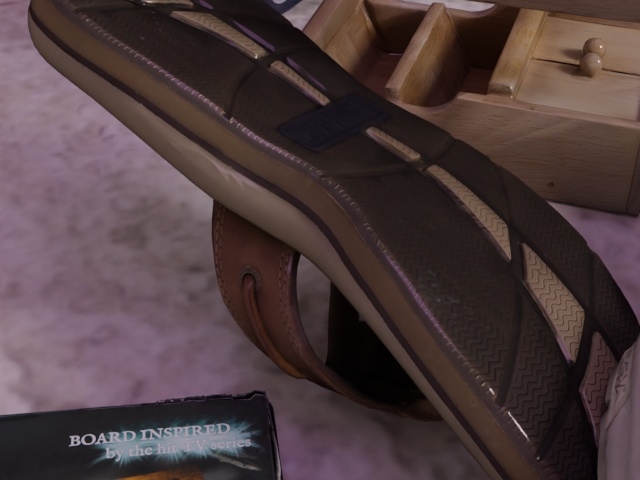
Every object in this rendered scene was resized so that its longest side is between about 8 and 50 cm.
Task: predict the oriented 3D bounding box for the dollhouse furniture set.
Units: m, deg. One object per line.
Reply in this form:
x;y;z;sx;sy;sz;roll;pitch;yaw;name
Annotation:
0.070;-0.147;0.457;0.161;0.242;0.212;12;40;15;dollhouse furniture set

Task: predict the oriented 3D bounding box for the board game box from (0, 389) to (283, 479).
-0.100;0.101;0.321;0.186;0.026;0.126;-4;39;-4;board game box

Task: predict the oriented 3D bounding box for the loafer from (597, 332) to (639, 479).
0.119;0.110;0.224;0.112;0.111;0.319;40;35;-21;loafer

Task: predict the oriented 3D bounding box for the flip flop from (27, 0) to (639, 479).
0.000;0.000;0.395;0.277;0.080;0.112;39;32;17;flip flop

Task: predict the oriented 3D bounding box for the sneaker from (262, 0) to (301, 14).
0.055;-0.172;0.621;0.282;0.153;0.099;24;32;-18;sneaker
